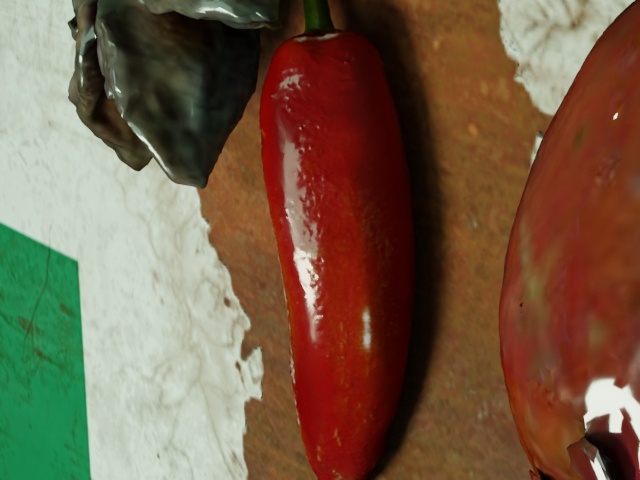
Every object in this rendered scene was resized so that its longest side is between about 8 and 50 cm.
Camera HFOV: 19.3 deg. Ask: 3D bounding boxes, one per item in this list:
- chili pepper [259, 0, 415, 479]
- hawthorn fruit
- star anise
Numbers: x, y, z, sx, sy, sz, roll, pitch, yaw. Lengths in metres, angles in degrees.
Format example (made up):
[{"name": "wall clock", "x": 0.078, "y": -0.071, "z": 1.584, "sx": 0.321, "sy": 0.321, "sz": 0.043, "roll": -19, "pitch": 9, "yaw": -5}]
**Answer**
[{"name": "chili pepper", "x": 0.002, "y": 0.006, "z": 1.160, "sx": 0.137, "sy": 0.092, "sz": 0.368, "roll": -150, "pitch": 58, "yaw": -65}, {"name": "hawthorn fruit", "x": 0.182, "y": 0.058, "z": 0.697, "sx": 0.276, "sy": 0.307, "sz": 0.276, "roll": 27, "pitch": 156, "yaw": 13}, {"name": "star anise", "x": -0.089, "y": -0.189, "z": 1.156, "sx": 0.331, "sy": 0.117, "sz": 0.332, "roll": -170, "pitch": 90, "yaw": -75}]
